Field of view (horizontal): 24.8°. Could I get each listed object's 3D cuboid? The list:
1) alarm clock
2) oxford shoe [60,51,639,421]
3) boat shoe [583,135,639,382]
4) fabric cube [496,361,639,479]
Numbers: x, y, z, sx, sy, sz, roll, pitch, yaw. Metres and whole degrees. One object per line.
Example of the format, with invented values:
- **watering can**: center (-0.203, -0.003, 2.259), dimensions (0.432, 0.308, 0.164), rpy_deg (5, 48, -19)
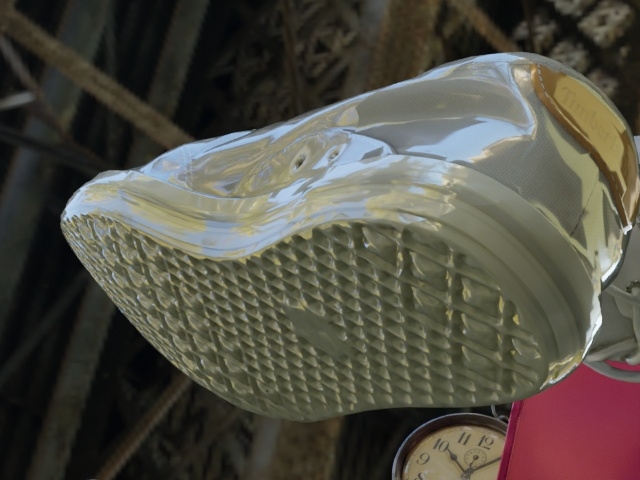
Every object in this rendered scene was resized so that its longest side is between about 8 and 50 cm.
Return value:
- **alarm clock**: center (0.142, 0.210, 1.329), dimensions (0.192, 0.129, 0.064), rpy_deg (-54, -30, -29)
- **oxford shoe**: center (0.000, 0.000, 0.746), dimensions (0.169, 0.449, 0.130), rpy_deg (49, -116, -18)
- **boat shoe**: center (0.214, 0.030, 0.916), dimensions (0.367, 0.156, 0.136), rpy_deg (-16, -40, -26)
- **fabric cube**: center (0.311, 0.181, 1.139), dimensions (0.259, 0.258, 0.254), rpy_deg (43, -125, -52)
